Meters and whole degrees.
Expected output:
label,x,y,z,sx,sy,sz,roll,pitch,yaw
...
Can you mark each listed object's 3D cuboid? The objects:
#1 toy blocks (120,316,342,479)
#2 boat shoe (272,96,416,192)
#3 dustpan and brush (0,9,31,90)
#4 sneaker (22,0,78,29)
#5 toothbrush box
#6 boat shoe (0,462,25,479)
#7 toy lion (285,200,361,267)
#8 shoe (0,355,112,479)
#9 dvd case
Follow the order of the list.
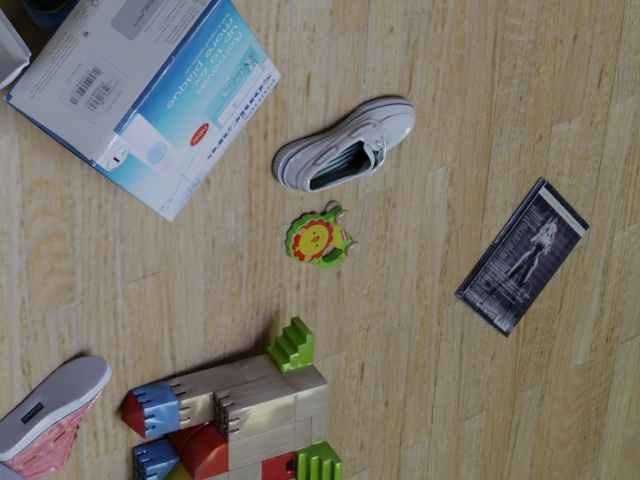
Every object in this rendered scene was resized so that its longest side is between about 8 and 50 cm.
label,x,y,z,sx,sy,sz,roll,pitch,yaw
toy blocks,-0.129,0.311,2.094,0.260,0.191,0.381,-14,125,-23
boat shoe,0.048,-0.112,2.027,0.226,0.076,0.083,-30,134,-26
dustpan and brush,-0.396,-0.163,1.561,0.211,0.147,0.060,-45,165,31
sneaker,-0.241,-0.312,1.640,0.209,0.069,0.082,-58,173,-9
toothbrush box,-0.176,-0.162,1.660,0.216,0.126,0.295,-53,167,-3
boat shoe,-0.463,0.280,1.768,0.119,0.121,0.335,-43,132,8
toy lion,0.000,0.000,2.095,0.096,0.034,0.100,-33,136,-13
shoe,-0.318,0.218,1.916,0.178,0.063,0.081,-40,139,-9
dvd case,0.312,0.029,2.418,0.221,0.018,0.164,-53,138,-1
